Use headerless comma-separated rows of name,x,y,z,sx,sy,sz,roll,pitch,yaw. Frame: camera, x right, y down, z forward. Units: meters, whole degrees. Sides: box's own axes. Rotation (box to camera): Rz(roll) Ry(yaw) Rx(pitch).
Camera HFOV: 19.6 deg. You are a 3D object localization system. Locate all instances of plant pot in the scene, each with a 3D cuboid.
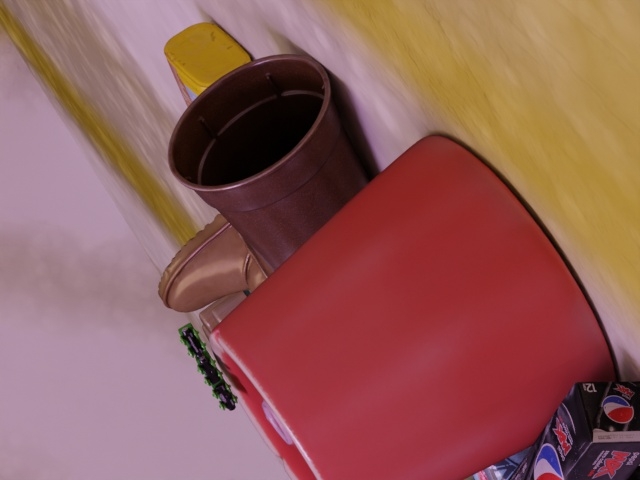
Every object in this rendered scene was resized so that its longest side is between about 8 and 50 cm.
plant pot,0.061,0.088,1.492,0.275,0.243,0.275,54,169,16
plant pot,-0.029,-0.058,1.725,0.167,0.167,0.165,43,172,50

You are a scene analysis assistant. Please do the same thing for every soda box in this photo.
soda box,0.200,0.172,1.438,0.169,0.060,0.053,112,153,-53

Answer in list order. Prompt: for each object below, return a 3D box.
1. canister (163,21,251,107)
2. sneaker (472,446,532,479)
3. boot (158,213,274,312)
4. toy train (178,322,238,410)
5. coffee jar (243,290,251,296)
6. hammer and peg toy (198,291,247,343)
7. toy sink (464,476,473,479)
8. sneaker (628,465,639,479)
canister,-0.096,-0.137,1.978,0.126,0.073,0.170,45,163,46
sneaker,0.235,0.229,1.599,0.262,0.104,0.125,50,156,-2
boot,-0.049,0.091,2.097,0.236,0.089,0.269,-48,66,32
toy train,-0.092,0.103,1.510,0.083,0.017,0.024,61,178,-21
coffee jar,-0.013,0.096,2.221,0.184,0.096,0.079,59,-153,-13
hammer and peg toy,-0.043,0.156,2.456,0.266,0.127,0.361,55,171,-1
toy sink,0.107,0.225,1.739,0.131,0.152,0.234,-151,51,-67
sneaker,0.293,0.268,1.438,0.234,0.078,0.106,54,172,21
